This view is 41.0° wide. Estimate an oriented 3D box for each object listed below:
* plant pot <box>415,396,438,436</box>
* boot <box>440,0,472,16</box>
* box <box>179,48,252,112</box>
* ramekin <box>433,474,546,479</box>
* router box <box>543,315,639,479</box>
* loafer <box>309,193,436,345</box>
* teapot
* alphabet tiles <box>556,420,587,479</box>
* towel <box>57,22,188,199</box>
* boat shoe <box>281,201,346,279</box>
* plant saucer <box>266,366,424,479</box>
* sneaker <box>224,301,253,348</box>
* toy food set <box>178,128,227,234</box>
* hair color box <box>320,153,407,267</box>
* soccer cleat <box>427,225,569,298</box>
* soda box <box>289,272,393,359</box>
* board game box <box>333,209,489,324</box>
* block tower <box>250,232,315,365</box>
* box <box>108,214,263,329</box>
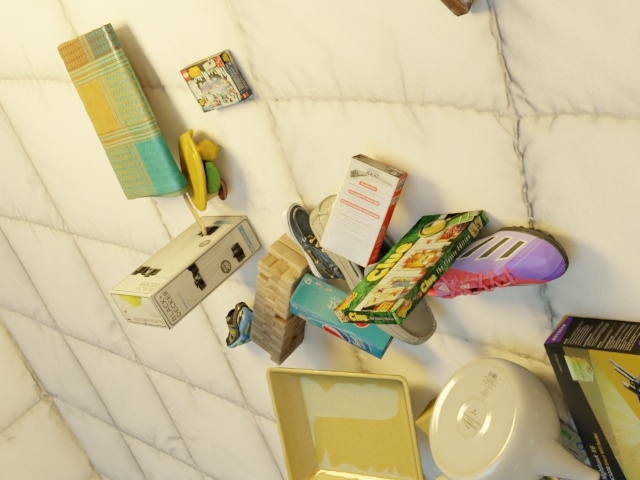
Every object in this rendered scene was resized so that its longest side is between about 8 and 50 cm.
[{"bbox_3d":[0.257,0.352,1.706,0.081,0.081,0.083,45,133,3],"label":"plant pot"},{"bbox_3d":[0.167,-0.354,1.114,0.114,0.037,0.106,46,160,7],"label":"boot"},{"bbox_3d":[-0.195,-0.293,1.583,0.137,0.027,0.094,-6,119,50],"label":"box"},{"bbox_3d":[0.361,0.538,1.725,0.273,0.127,0.272,32,147,23],"label":"ramekin"},{"bbox_3d":[0.513,0.267,1.332,0.243,0.081,0.308,0,125,48],"label":"router box"},{"bbox_3d":[0.102,0.054,1.538,0.319,0.112,0.111,50,155,-3],"label":"loafer"},{"bbox_3d":[0.325,0.336,1.501,0.187,0.256,0.252,26,133,-29],"label":"teapot"},{"bbox_3d":[0.396,0.382,1.646,0.198,0.009,0.237,38,146,13],"label":"alphabet tiles"},{"bbox_3d":[-0.418,-0.260,1.805,0.271,0.040,0.370,2,119,53],"label":"towel"},{"bbox_3d":[0.000,0.000,1.644,0.083,0.065,0.183,3,134,46],"label":"boat shoe"},{"bbox_3d":[0.069,0.412,1.838,0.333,0.081,0.332,-1,110,28],"label":"plant saucer"},{"bbox_3d":[-0.194,0.204,2.074,0.078,0.067,0.188,60,152,20],"label":"sneaker"},{"bbox_3d":[-0.236,-0.134,1.767,0.128,0.071,0.217,53,153,37],"label":"toy food set"},{"bbox_3d":[0.072,-0.051,1.440,0.093,0.053,0.167,26,113,16],"label":"hair color box"},{"bbox_3d":[0.245,0.050,1.371,0.318,0.116,0.108,-2,123,49],"label":"soccer cleat"},{"bbox_3d":[0.046,0.150,1.695,0.210,0.071,0.067,26,156,13],"label":"soda box"},{"bbox_3d":[0.144,0.039,1.343,0.136,0.260,0.030,-8,119,50],"label":"board game box"},{"bbox_3d":[-0.082,0.132,1.840,0.097,0.091,0.335,34,144,20],"label":"block tower"},{"bbox_3d":[-0.281,0.061,1.805,0.169,0.290,0.087,2,127,47],"label":"box"}]
